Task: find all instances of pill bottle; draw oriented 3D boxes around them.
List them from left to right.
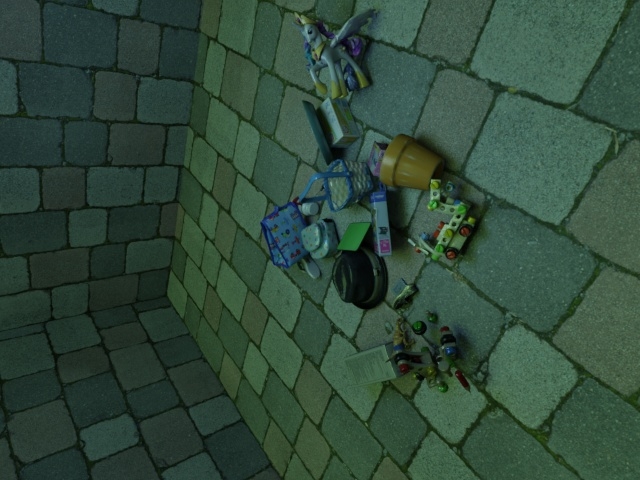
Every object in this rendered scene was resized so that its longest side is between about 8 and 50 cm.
[{"bbox_3d":[-0.082,-0.178,2.244,0.151,0.086,0.086,19,111,46],"label":"pill bottle"}]

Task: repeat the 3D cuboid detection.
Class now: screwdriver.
[{"bbox_3d":[-0.010,-0.241,2.154,0.024,0.025,0.170,41,112,-12],"label":"screwdriver"}]

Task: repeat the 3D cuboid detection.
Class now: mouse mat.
[{"bbox_3d":[0.151,-0.018,1.963,0.153,0.007,0.189,-61,24,-13],"label":"mouse mat"}]

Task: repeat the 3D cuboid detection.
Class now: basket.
[{"bbox_3d":[0.067,-0.237,1.873,0.255,0.288,0.201,135,127,-65],"label":"basket"}]

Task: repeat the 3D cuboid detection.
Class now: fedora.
[{"bbox_3d":[0.149,0.168,1.985,0.333,0.152,0.335,12,106,48],"label":"fedora"}]

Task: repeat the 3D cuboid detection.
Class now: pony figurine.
[{"bbox_3d":[0.067,-0.796,1.802,0.302,0.350,0.364,-9,109,53],"label":"pony figurine"}]

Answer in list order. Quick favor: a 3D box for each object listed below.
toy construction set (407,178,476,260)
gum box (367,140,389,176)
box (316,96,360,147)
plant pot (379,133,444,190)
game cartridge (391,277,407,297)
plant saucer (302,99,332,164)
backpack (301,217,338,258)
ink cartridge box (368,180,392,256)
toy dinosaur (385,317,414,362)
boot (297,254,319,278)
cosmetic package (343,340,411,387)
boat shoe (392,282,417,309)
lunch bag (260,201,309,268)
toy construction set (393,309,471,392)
[{"bbox_3d":[0.447,-0.053,1.595,0.214,0.151,0.328,30,131,14],"label":"toy construction set"},{"bbox_3d":[0.248,-0.339,1.777,0.188,0.062,0.107,-95,17,-66],"label":"gum box"},{"bbox_3d":[0.079,-0.537,1.965,0.103,0.114,0.203,-32,74,48],"label":"box"},{"bbox_3d":[0.359,-0.281,1.638,0.187,0.205,0.205,27,118,27],"label":"plant pot"},{"bbox_3d":[0.345,0.209,1.868,0.056,0.017,0.083,58,135,30],"label":"game cartridge"},{"bbox_3d":[-0.006,-0.501,1.988,0.043,0.317,0.318,-20,78,7],"label":"plant saucer"},{"bbox_3d":[0.000,0.000,2.140,0.165,0.144,0.189,-27,79,43],"label":"backpack"},{"bbox_3d":[0.249,-0.095,1.813,0.186,0.065,0.312,-72,-22,-87],"label":"ink cartridge box"},{"bbox_3d":[0.335,0.440,1.841,0.064,0.112,0.212,130,158,-63],"label":"toy dinosaur"},{"bbox_3d":[-0.067,0.149,2.312,0.190,0.069,0.086,61,144,34],"label":"boot"},{"bbox_3d":[0.259,0.559,1.948,0.296,0.129,0.153,-33,70,48],"label":"cosmetic package"},{"bbox_3d":[0.358,0.248,1.829,0.049,0.056,0.152,55,134,35],"label":"boat shoe"},{"bbox_3d":[-0.174,-0.042,2.201,0.138,0.220,0.294,9,126,48],"label":"lunch bag"},{"bbox_3d":[0.461,0.487,1.663,0.237,0.257,0.309,51,176,-34],"label":"toy construction set"}]
